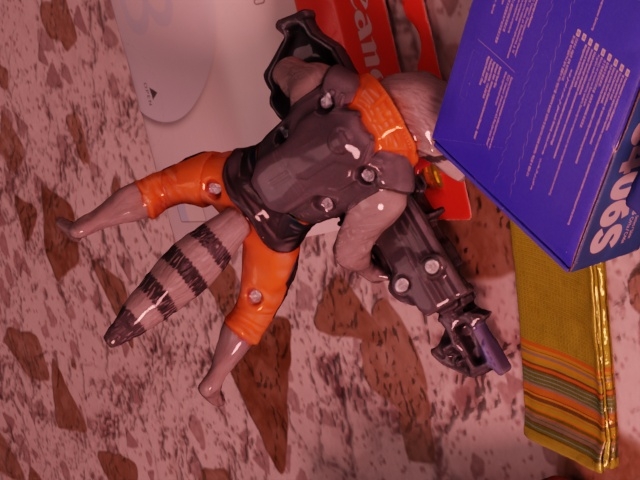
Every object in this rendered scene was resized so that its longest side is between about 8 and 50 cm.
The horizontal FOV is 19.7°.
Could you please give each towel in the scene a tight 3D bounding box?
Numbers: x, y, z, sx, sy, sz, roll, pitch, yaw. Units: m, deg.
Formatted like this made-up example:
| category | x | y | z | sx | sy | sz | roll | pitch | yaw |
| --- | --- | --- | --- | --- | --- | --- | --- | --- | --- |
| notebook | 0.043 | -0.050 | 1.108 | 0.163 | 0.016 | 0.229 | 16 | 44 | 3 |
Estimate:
| category | x | y | z | sx | sy | sz | roll | pitch | yaw |
| --- | --- | --- | --- | --- | --- | --- | --- | --- | --- |
| towel | 0.183 | 0.059 | 1.430 | 0.102 | 0.021 | 0.237 | 18 | 120 | 52 |

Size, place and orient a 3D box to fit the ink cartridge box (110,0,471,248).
| category | x | y | z | sx | sy | sz | roll | pitch | yaw |
| --- | --- | --- | --- | --- | --- | --- | --- | --- | --- |
| ink cartridge box | -0.043 | -0.149 | 1.609 | 0.385 | 0.091 | 0.308 | 0 | 106 | 58 |

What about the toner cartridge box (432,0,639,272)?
| category | x | y | z | sx | sy | sz | roll | pitch | yaw |
| --- | --- | --- | --- | --- | --- | --- | --- | --- | --- |
| toner cartridge box | 0.189 | -0.165 | 1.235 | 0.165 | 0.075 | 0.348 | 46 | 137 | 34 |

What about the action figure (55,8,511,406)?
| category | x | y | z | sx | sy | sz | roll | pitch | yaw |
| --- | --- | --- | --- | --- | --- | --- | --- | --- | --- |
| action figure | 0.000 | 0.000 | 1.454 | 0.330 | 0.178 | 0.341 | -39 | 83 | 14 |

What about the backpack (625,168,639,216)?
| category | x | y | z | sx | sy | sz | roll | pitch | yaw |
| --- | --- | --- | --- | --- | --- | --- | --- | --- | --- |
| backpack | 0.260 | -0.050 | 1.181 | 0.098 | 0.101 | 0.120 | 45 | 137 | 26 |

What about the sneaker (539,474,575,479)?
| category | x | y | z | sx | sy | sz | roll | pitch | yaw |
| --- | --- | --- | --- | --- | --- | --- | --- | --- | --- |
| sneaker | 0.110 | 0.259 | 1.523 | 0.135 | 0.097 | 0.276 | 50 | 129 | 9 |
